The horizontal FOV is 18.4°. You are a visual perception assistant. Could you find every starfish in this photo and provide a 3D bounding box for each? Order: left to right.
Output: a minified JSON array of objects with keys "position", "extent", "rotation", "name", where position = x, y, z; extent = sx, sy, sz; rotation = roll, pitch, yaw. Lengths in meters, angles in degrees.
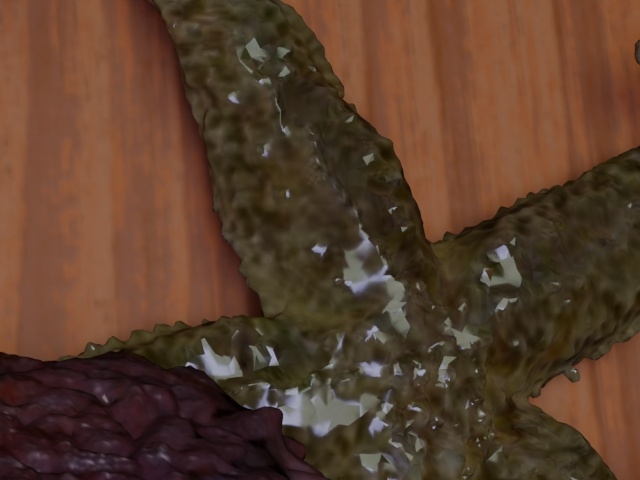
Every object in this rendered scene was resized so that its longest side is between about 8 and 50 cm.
[{"position":[0.000,0.000,0.908],"extent":[0.432,0.082,0.324],"rotation":[10,74,-13],"name":"starfish"}]

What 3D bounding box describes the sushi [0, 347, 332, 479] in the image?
[{"position":[-0.103,0.168,0.744],"extent":[0.270,0.171,0.236],"rotation":[9,99,-19],"name":"sushi"}]
